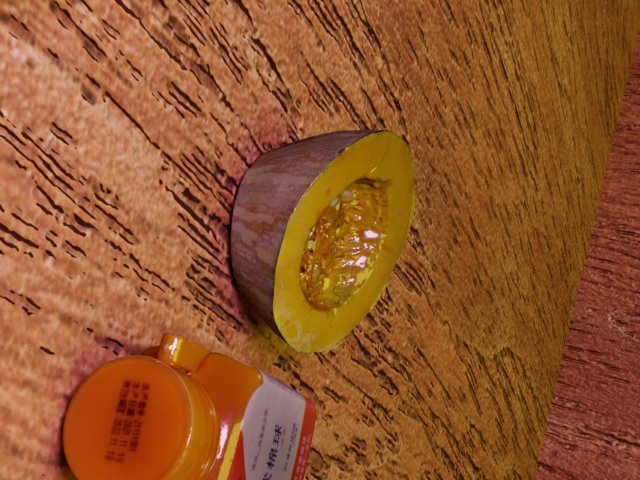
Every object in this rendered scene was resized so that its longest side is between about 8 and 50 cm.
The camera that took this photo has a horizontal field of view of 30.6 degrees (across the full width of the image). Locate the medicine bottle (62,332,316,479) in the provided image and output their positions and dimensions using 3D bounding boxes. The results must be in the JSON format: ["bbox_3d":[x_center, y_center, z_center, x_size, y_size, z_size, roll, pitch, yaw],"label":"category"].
[{"bbox_3d":[-0.097,0.163,0.901,0.222,0.112,0.149,44,58,-63],"label":"medicine bottle"}]

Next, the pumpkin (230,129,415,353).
[{"bbox_3d":[-0.011,-0.012,1.072,0.217,0.110,0.217,-47,150,-39],"label":"pumpkin"}]
